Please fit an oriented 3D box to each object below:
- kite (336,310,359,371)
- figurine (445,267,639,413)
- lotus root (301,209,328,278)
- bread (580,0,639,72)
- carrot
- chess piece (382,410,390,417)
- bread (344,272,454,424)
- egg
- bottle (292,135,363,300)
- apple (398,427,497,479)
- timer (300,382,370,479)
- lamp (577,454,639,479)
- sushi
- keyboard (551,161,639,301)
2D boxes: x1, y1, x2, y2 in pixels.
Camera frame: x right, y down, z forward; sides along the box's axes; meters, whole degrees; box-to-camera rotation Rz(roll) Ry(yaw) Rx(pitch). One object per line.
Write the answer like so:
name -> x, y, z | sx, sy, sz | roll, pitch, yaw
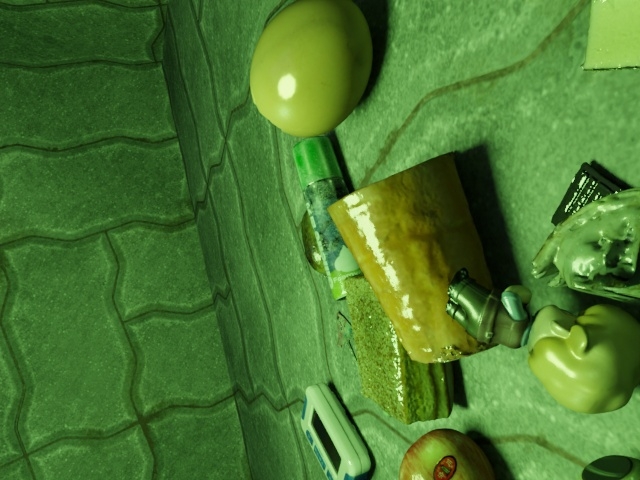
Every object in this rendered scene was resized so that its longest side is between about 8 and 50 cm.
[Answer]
kite -> 0.062, 0.236, 1.140 | 0.137, 0.005, 0.152 | 128, 128, -63
figurine -> 0.230, 0.097, 0.516 | 0.196, 0.108, 0.114 | 29, 136, 35
lotus root -> 0.000, 0.000, 1.087 | 0.089, 0.081, 0.179 | 131, 126, -61
bread -> 0.291, -0.177, 0.405 | 0.154, 0.028, 0.068 | -150, 53, -62
carrot -> 0.143, 0.027, 0.680 | 0.254, 0.196, 0.196 | 67, 156, 4
chess piece -> 0.146, 0.326, 0.949 | 0.093, 0.042, 0.042 | 116, 138, -65
bread -> 0.131, 0.166, 0.828 | 0.184, 0.111, 0.234 | 171, 91, -70
egg -> -0.011, -0.300, 0.837 | 0.244, 0.201, 0.201 | -49, 54, 50
bottle -> 0.025, -0.048, 0.993 | 0.093, 0.093, 0.330 | 135, 121, -63
apple -> 0.192, 0.365, 0.730 | 0.131, 0.146, 0.146 | 41, 137, 48
timer -> 0.037, 0.496, 1.221 | 0.253, 0.078, 0.178 | 53, 144, 44
lamp -> 0.322, 0.298, 0.481 | 0.163, 0.091, 0.091 | 62, 155, 5
sushi -> 0.289, 0.002, 0.380 | 0.273, 0.134, 0.109 | -176, 101, -77
keyboard -> 0.316, 0.028, 0.449 | 0.250, 0.017, 0.087 | 57, 147, 41
